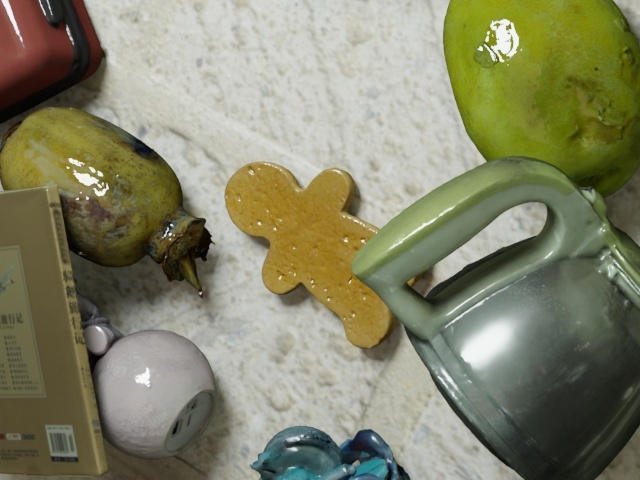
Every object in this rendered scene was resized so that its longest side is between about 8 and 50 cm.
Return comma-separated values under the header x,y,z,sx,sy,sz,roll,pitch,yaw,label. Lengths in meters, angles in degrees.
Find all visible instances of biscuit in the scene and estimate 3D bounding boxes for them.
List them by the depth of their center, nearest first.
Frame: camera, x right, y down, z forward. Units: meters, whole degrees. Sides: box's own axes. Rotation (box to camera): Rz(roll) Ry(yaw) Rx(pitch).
x,y,z,sx,sy,sz,roll,pitch,yaw,label
0.001,0.000,1.799,0.240,0.035,0.158,38,107,14,biscuit

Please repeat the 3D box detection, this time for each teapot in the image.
x,y,z,sx,sy,sz,roll,pitch,yaw,label
0.205,0.064,1.614,0.239,0.239,0.321,-43,92,8,teapot

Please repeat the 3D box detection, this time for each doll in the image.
x,y,z,sx,sy,sz,roll,pitch,yaw,label
-0.249,0.128,1.872,0.287,0.151,0.151,31,107,23,doll

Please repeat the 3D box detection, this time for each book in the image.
x,y,z,sx,sy,sz,roll,pitch,yaw,label
-0.332,0.101,1.815,0.217,0.021,0.310,-5,97,41,book

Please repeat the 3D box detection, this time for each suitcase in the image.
x,y,z,sx,sy,sz,roll,pitch,yaw,label
-0.397,-0.277,1.862,0.236,0.161,0.297,-24,86,22,suitcase

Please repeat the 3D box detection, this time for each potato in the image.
x,y,z,sx,sy,sz,roll,pitch,yaw,label
0.219,-0.156,1.627,0.186,0.148,0.253,-38,82,24,potato

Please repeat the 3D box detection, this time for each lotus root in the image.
x,y,z,sx,sy,sz,roll,pitch,yaw,label
-0.225,-0.046,1.823,0.278,0.154,0.154,35,108,13,lotus root

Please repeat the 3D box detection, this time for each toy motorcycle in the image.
x,y,z,sx,sy,sz,roll,pitch,yaw,label
-0.005,0.323,1.793,0.206,0.154,0.260,25,114,-6,toy motorcycle
